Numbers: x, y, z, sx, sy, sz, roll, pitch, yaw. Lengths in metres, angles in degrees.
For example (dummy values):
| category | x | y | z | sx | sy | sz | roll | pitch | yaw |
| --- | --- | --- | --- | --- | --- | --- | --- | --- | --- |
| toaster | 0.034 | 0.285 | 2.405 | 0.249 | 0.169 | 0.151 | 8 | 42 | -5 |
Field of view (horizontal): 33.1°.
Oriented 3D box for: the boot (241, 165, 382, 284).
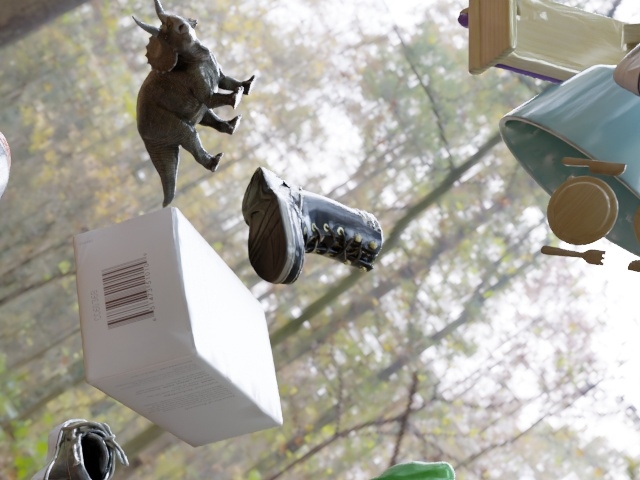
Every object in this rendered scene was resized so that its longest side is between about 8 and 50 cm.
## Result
| category | x | y | z | sx | sy | sz | roll | pitch | yaw |
| --- | --- | --- | --- | --- | --- | --- | --- | --- | --- |
| boot | 0.001 | -0.002 | 1.341 | 0.179 | 0.085 | 0.236 | 20 | 22 | -21 |

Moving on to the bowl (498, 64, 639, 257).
| category | x | y | z | sx | sy | sz | roll | pitch | yaw |
| --- | --- | --- | --- | --- | --- | --- | --- | --- | --- |
| bowl | 0.419 | -0.124 | 1.493 | 0.311 | 0.163 | 0.311 | 42 | -4 | 3 |

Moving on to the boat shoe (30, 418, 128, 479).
| category | x | y | z | sx | sy | sz | roll | pitch | yaw |
| --- | --- | --- | --- | --- | --- | --- | --- | --- | --- |
| boat shoe | -0.361 | 0.331 | 1.657 | 0.113 | 0.105 | 0.306 | 57 | 2 | -4 |

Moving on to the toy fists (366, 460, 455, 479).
| category | x | y | z | sx | sy | sz | roll | pitch | yaw |
| --- | --- | --- | --- | --- | --- | --- | --- | --- | --- |
| toy fists | 0.113 | 0.379 | 1.156 | 0.096 | 0.142 | 0.279 | 45 | 39 | -66 |

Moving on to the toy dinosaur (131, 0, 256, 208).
| category | x | y | z | sx | sy | sz | roll | pitch | yaw |
| --- | --- | --- | --- | --- | --- | --- | --- | --- | --- |
| toy dinosaur | -0.192 | -0.193 | 1.506 | 0.160 | 0.121 | 0.313 | 25 | -50 | 2 |

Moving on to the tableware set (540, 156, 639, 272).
| category | x | y | z | sx | sy | sz | roll | pitch | yaw |
| --- | --- | --- | --- | --- | --- | --- | --- | --- | --- |
| tableware set | 0.364 | -0.025 | 1.271 | 0.194 | 0.128 | 0.039 | 11 | -7 | 33 |

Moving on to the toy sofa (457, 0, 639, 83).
| category | x | y | z | sx | sy | sz | roll | pitch | yaw |
| --- | --- | --- | --- | --- | --- | --- | --- | --- | --- |
| toy sofa | 0.424 | -0.332 | 1.904 | 0.177 | 0.362 | 0.150 | -29 | -124 | 60 |

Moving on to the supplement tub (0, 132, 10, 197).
| category | x | y | z | sx | sy | sz | roll | pitch | yaw |
| --- | --- | --- | --- | --- | --- | --- | --- | --- | --- |
| supplement tub | -0.381 | -0.061 | 1.064 | 0.117 | 0.117 | 0.190 | 63 | 11 | -16 |

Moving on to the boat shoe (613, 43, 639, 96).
| category | x | y | z | sx | sy | sz | roll | pitch | yaw |
| --- | --- | --- | --- | --- | --- | --- | --- | --- | --- |
| boat shoe | 0.474 | -0.264 | 1.347 | 0.084 | 0.258 | 0.095 | 34 | -29 | 50 |

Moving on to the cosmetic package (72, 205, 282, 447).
| category | x | y | z | sx | sy | sz | roll | pitch | yaw |
| --- | --- | --- | --- | --- | --- | --- | --- | --- | --- |
| cosmetic package | -0.189 | 0.136 | 1.508 | 0.385 | 0.156 | 0.217 | 53 | 23 | -64 |
